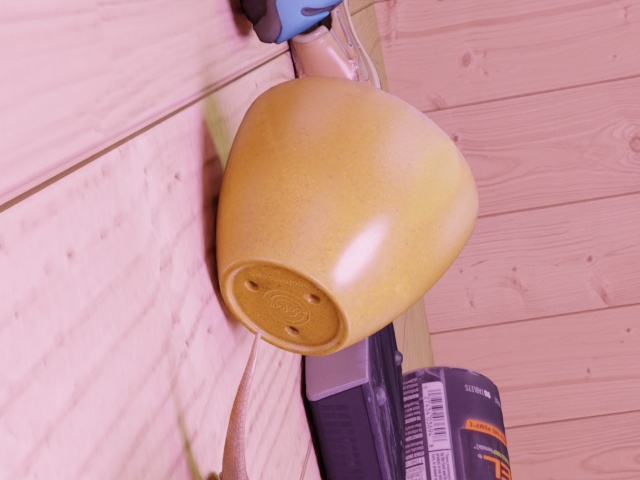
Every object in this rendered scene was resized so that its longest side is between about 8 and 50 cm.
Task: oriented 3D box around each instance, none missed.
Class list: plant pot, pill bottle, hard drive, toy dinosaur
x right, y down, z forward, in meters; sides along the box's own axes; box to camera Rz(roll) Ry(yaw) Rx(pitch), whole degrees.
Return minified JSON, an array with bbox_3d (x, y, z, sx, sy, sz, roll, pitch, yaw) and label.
[{"bbox_3d":[0.000,0.000,0.578,0.095,0.134,0.134,-60,148,-38],"label":"plant pot"},{"bbox_3d":[0.119,0.252,1.089,0.130,0.131,0.245,72,13,-52],"label":"pill bottle"},{"bbox_3d":[0.031,0.106,0.885,0.254,0.054,0.172,-83,163,-65],"label":"hard drive"},{"bbox_3d":[-0.030,0.130,0.479,0.092,0.053,0.183,-113,-167,-45],"label":"toy dinosaur"}]

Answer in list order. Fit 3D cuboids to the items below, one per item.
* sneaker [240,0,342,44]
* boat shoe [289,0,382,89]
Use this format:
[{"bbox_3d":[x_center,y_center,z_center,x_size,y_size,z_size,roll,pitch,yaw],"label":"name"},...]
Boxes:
[{"bbox_3d":[-0.024,-0.260,0.805,0.140,0.125,0.340,44,30,-28],"label":"sneaker"},{"bbox_3d":[-0.001,-0.163,0.980,0.072,0.068,0.190,-2,73,-70],"label":"boat shoe"}]
